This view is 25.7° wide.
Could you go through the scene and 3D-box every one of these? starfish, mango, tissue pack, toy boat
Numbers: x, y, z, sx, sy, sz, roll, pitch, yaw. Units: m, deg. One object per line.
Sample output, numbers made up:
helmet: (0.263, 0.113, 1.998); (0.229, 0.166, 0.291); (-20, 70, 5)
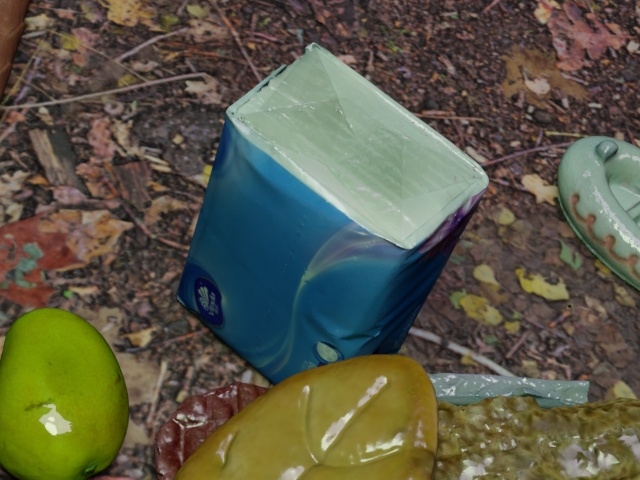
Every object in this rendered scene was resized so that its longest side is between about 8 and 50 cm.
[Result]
starfish: (0.183, 0.236, 1.122); (0.432, 0.082, 0.324); (6, 53, 3)
mango: (-0.216, 0.130, 1.173); (0.117, 0.089, 0.163); (12, 51, -8)
tissue pack: (0.000, 0.000, 1.224); (0.198, 0.263, 0.146); (39, 53, 13)
toy boat: (0.338, -0.033, 1.473); (0.134, 0.079, 0.207); (-30, 68, -30)

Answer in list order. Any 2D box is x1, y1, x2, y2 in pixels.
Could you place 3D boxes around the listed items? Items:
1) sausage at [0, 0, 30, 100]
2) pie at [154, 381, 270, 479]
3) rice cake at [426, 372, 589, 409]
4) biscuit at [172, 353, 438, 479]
sausage: (-0.343, -0.210, 1.401); (0.088, 0.088, 0.433); (11, 52, -9)
pie: (-0.070, 0.189, 1.207); (0.153, 0.038, 0.153); (6, 53, -8)
rice cake: (0.167, 0.142, 1.309); (0.180, 0.042, 0.030); (4, 55, -13)
biscuit: (-0.007, 0.185, 1.126); (0.203, 0.041, 0.260); (28, 62, 39)
